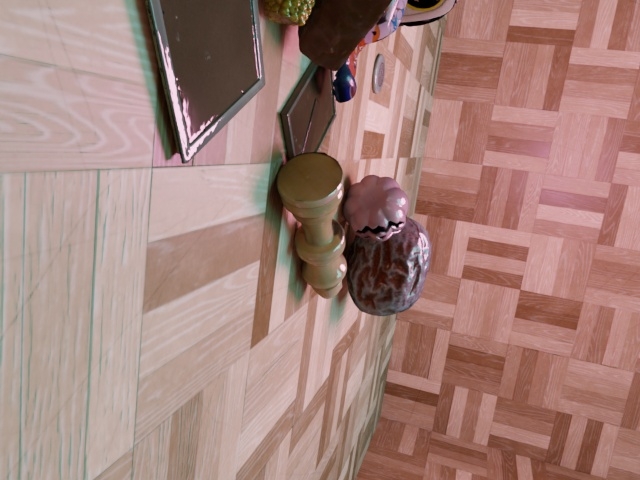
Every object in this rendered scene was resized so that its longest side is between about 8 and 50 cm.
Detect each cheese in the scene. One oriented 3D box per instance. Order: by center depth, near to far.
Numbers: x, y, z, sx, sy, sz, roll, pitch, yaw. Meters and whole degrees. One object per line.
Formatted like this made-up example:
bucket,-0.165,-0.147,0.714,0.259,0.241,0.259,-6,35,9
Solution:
cheese,0.085,-0.429,1.023,0.217,0.129,0.329,59,49,-77

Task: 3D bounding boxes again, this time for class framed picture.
framed picture,-0.127,-0.268,0.593,0.232,0.019,0.296,-61,157,-47
framed picture,-0.014,-0.242,1.019,0.184,0.016,0.250,82,24,-50

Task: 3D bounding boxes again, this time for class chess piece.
chess piece,0.000,0.000,1.065,0.397,0.117,0.117,80,25,-55

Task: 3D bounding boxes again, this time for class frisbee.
frisbee,0.167,-0.474,1.514,0.110,0.014,0.110,11,90,-74

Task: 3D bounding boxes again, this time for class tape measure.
tape measure,0.291,-0.700,1.460,0.235,0.207,0.115,69,32,-58

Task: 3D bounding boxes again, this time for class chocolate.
chocolate,0.031,-0.371,0.800,0.214,0.093,0.148,-33,-134,56

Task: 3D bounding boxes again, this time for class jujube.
jujube,0.196,0.064,1.560,0.215,0.246,0.308,2,91,-43

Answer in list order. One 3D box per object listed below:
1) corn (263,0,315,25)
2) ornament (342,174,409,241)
corn,-0.024,-0.429,0.721,0.091,0.091,0.260,2,104,-57
ornament,0.150,-0.083,1.421,0.177,0.177,0.178,11,90,-75
